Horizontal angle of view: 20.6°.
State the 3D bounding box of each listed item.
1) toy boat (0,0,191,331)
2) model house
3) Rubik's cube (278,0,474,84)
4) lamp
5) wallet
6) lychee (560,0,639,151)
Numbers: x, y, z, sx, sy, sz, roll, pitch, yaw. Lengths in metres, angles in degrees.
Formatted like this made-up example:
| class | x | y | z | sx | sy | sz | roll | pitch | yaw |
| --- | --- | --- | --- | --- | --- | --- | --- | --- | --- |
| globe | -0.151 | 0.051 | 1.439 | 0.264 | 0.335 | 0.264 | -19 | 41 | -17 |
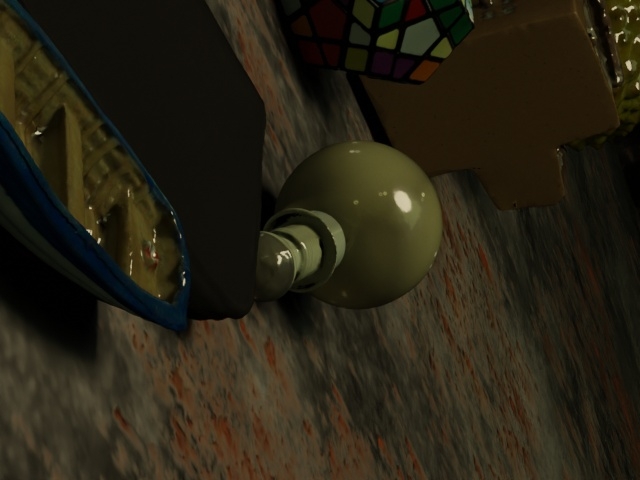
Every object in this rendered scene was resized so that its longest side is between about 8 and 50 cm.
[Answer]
| class | x | y | z | sx | sy | sz | roll | pitch | yaw |
| --- | --- | --- | --- | --- | --- | --- | --- | --- | --- |
| toy boat | -0.104 | -0.038 | 0.596 | 0.229 | 0.046 | 0.080 | 53 | 26 | -54 |
| model house | 0.134 | -0.156 | 1.353 | 0.248 | 0.181 | 0.176 | -85 | 156 | -51 |
| Rubik's cube | 0.036 | -0.159 | 1.121 | 0.112 | 0.133 | 0.133 | 112 | -30 | -67 |
| lamp | 0.000 | 0.000 | 0.907 | 0.163 | 0.091 | 0.091 | -23 | 98 | -59 |
| wallet | -0.085 | -0.081 | 0.727 | 0.250 | 0.044 | 0.149 | 58 | 25 | -49 |
| lychee | 0.208 | -0.228 | 1.563 | 0.320 | 0.270 | 0.270 | -111 | 175 | -51 |
